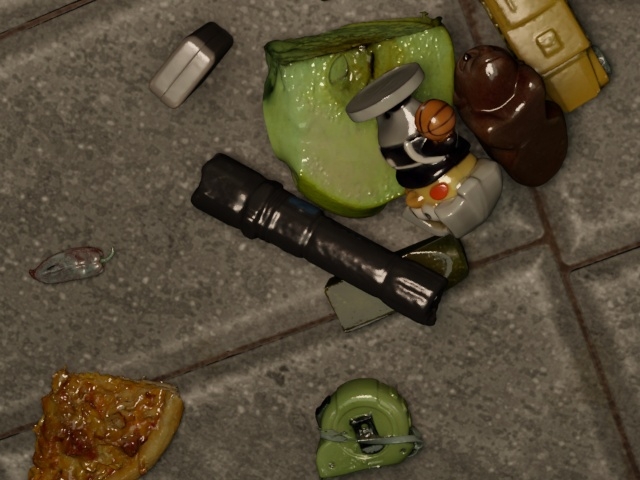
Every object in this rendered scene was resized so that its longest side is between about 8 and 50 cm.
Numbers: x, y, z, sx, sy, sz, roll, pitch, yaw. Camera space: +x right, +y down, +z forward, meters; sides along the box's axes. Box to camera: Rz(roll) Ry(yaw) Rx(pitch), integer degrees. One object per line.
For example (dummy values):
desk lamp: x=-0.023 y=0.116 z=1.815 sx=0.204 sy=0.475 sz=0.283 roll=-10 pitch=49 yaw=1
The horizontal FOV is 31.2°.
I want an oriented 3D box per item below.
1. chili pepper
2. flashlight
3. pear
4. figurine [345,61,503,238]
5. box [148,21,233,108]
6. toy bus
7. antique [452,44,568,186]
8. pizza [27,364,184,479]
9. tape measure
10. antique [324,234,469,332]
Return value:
chili pepper: x=-0.404 y=0.041 z=1.849 sx=0.153 sy=0.041 sz=0.050 roll=-10 pitch=60 yaw=7
flashlight: x=0.000 y=0.000 z=1.727 sx=0.424 sy=0.103 sz=0.103 roll=28 pitch=104 yaw=13
pear: x=0.056 y=-0.176 z=1.692 sx=0.287 sy=0.176 sz=0.281 roll=-16 pitch=109 yaw=-10
figurine: x=0.153 y=-0.115 z=1.558 sx=0.133 sy=0.176 sz=0.236 roll=-40 pitch=110 yaw=-15
box: x=-0.183 y=-0.257 z=1.656 sx=0.055 sy=0.243 sz=0.103 roll=39 pitch=103 yaw=-8
toy bus: x=0.298 y=-0.340 z=1.657 sx=0.121 sy=0.123 sz=0.335 roll=-31 pitch=98 yaw=11
antique: x=0.263 y=-0.188 z=1.640 sx=0.121 sy=0.257 sz=0.143 roll=-42 pitch=59 yaw=5
pizza: x=-0.382 y=0.316 z=1.890 sx=0.336 sy=0.086 sz=0.226 roll=-33 pitch=100 yaw=13
tape measure: x=0.071 y=0.300 z=1.844 sx=0.178 sy=0.087 sz=0.154 roll=-12 pitch=101 yaw=5
antique: x=0.123 y=0.060 z=1.787 sx=0.221 sy=0.080 sz=0.081 roll=-24 pitch=98 yaw=10
